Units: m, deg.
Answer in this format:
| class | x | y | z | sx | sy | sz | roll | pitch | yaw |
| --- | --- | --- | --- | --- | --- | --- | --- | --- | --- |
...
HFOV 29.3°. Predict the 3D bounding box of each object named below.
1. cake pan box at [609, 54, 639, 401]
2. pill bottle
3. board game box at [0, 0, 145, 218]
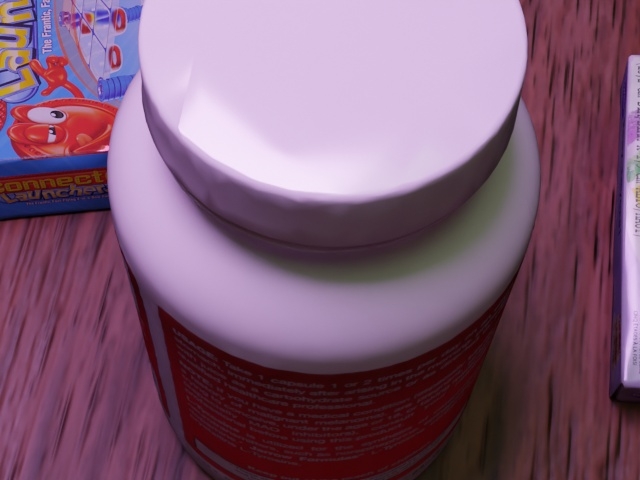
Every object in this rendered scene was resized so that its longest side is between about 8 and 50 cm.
| class | x | y | z | sx | sy | sz | roll | pitch | yaw |
| --- | --- | --- | --- | --- | --- | --- | --- | --- | --- |
| cake pan box | 0.339 | -0.010 | 0.882 | 0.246 | 0.070 | 0.266 | 5 | 73 | 8 |
| pill bottle | 0.000 | 0.000 | 0.715 | 0.229 | 0.407 | 0.229 | 1 | 63 | -2 |
| board game box | -0.161 | -0.178 | 0.983 | 0.302 | 0.086 | 0.308 | -6 | 63 | -5 |
